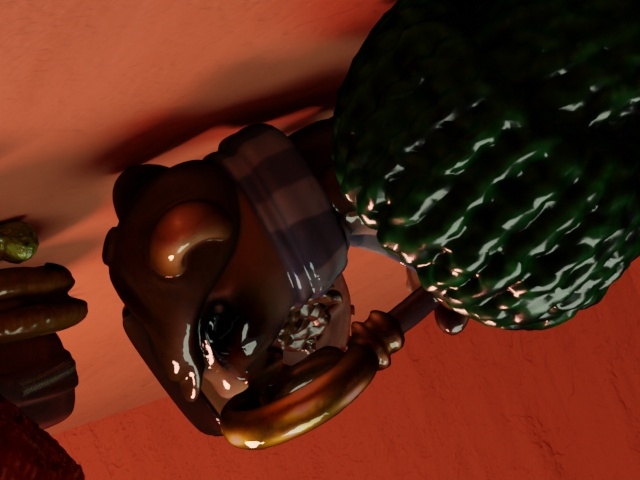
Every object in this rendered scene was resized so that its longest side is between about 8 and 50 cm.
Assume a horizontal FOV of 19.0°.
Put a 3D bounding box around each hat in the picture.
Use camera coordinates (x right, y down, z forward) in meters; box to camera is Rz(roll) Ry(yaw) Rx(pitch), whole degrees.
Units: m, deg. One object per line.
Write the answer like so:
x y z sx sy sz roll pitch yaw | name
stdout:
0.170 -0.123 1.255 0.332 0.242 0.274 -46 -157 19 | hat

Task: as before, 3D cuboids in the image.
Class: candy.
-0.281 0.003 1.545 0.123 0.035 0.035 -2 159 -45 | candy

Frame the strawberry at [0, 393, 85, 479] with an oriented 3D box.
-0.315 0.212 1.583 0.274 0.274 0.220 -22 -146 16 | strawberry

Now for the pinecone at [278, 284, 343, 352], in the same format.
-0.079 0.028 1.697 0.150 0.195 0.179 -54 164 -25 | pinecone

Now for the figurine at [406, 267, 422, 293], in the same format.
0.200 -0.041 1.944 0.247 0.177 0.173 -13 -169 -2 | figurine

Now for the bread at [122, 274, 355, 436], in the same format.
-0.077 0.078 1.955 0.212 0.224 0.142 -39 -172 -23 | bread

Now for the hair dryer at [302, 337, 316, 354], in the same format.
-0.018 0.022 1.801 0.100 0.198 0.057 -22 144 17 | hair dryer

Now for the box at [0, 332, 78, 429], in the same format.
-0.424 0.155 1.777 0.404 0.108 0.263 -13 -173 -44 | box

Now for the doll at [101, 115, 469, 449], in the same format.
0.002 0.004 1.512 0.340 0.209 0.318 -20 -154 -23 | doll

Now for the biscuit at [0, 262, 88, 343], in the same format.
-0.309 0.063 1.634 0.220 0.066 0.220 -11 180 0 | biscuit
